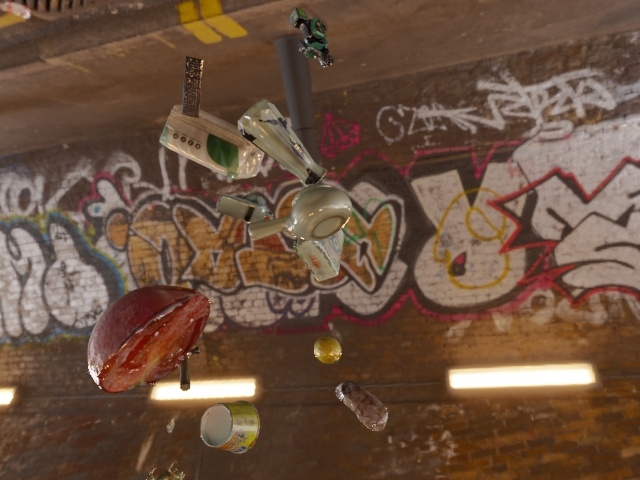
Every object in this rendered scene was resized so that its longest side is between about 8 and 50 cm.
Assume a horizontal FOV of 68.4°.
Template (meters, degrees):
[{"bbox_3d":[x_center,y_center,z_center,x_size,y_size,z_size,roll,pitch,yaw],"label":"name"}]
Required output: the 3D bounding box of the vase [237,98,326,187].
[{"bbox_3d":[-0.139,-0.349,1.749,0.165,0.360,0.165,-40,-162,16],"label":"vase"}]

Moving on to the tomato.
[{"bbox_3d":[-0.429,0.208,1.137,0.170,0.309,0.309,33,-159,18],"label":"tomato"}]

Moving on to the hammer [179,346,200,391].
[{"bbox_3d":[-0.655,0.621,2.276,0.168,0.044,0.440,-19,-169,-15],"label":"hammer"}]

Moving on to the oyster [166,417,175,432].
[{"bbox_3d":[-0.699,0.861,2.200,0.019,0.054,0.083,3,-164,9],"label":"oyster"}]

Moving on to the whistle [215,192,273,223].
[{"bbox_3d":[-0.367,-0.166,2.318,0.290,0.163,0.163,18,176,-20],"label":"whistle"}]

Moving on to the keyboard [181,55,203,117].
[{"bbox_3d":[-0.453,-0.539,1.660,0.067,0.202,0.011,14,-154,4],"label":"keyboard"}]

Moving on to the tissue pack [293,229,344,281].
[{"bbox_3d":[0.000,0.000,2.116,0.128,0.228,0.310,-22,-151,24],"label":"tissue pack"}]

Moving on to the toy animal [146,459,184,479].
[{"bbox_3d":[-0.594,0.899,1.769,0.057,0.099,0.241,18,-178,30],"label":"toy animal"}]

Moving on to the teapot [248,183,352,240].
[{"bbox_3d":[-0.059,-0.080,1.491,0.318,0.149,0.220,-14,149,-23],"label":"teapot"}]

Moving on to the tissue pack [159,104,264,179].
[{"bbox_3d":[-0.421,-0.395,1.921,0.357,0.193,0.266,26,-168,3],"label":"tissue pack"}]

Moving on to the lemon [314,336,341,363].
[{"bbox_3d":[0.031,0.456,1.956,0.109,0.109,0.133,-11,-136,-29],"label":"lemon"}]

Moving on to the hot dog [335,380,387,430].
[{"bbox_3d":[0.175,0.683,1.966,0.253,0.069,0.131,38,-137,22],"label":"hot dog"}]

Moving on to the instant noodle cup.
[{"bbox_3d":[-0.356,0.715,1.825,0.205,0.204,0.153,-6,155,28],"label":"instant noodle cup"}]

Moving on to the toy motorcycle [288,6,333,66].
[{"bbox_3d":[-0.022,-0.542,1.272,0.100,0.173,0.058,0,154,-37],"label":"toy motorcycle"}]
